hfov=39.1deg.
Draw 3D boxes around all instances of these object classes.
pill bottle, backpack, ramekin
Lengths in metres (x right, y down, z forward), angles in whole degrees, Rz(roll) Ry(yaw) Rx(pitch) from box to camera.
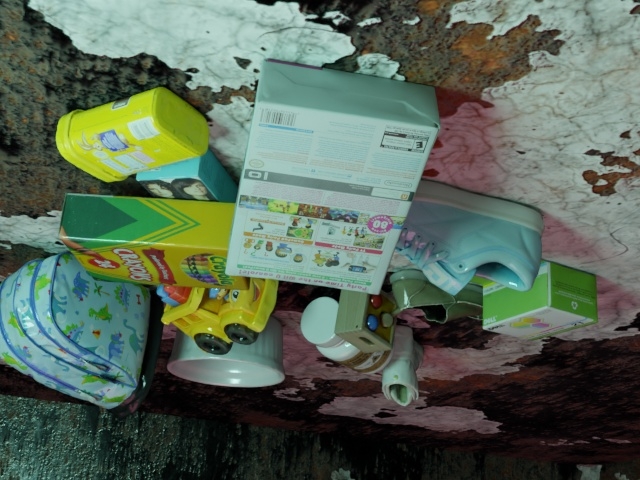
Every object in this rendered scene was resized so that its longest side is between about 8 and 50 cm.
[{"bbox_3d":[0.059,0.204,1.962,0.131,0.131,0.229,-9,155,29],"label":"pill bottle"},{"bbox_3d":[-0.494,0.172,1.836,0.355,0.290,0.273,24,143,-26],"label":"backpack"},{"bbox_3d":[-0.217,0.251,2.129,0.277,0.135,0.277,3,158,1],"label":"ramekin"}]

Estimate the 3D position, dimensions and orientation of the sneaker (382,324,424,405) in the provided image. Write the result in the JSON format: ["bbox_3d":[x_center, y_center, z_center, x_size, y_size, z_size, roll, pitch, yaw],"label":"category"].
[{"bbox_3d":[0.194,0.325,2.197,0.108,0.169,0.292,-3,159,13],"label":"sneaker"}]

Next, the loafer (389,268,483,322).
[{"bbox_3d":[0.243,0.128,1.795,0.251,0.087,0.094,15,156,-26],"label":"loafer"}]

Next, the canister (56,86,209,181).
[{"bbox_3d":[-0.252,-0.142,1.223,0.169,0.073,0.126,-10,154,30],"label":"canister"}]

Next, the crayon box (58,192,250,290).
[{"bbox_3d":[-0.225,0.007,1.418,0.318,0.081,0.202,3,159,4],"label":"crayon box"}]

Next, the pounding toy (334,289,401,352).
[{"bbox_3d":[0.118,0.154,1.854,0.100,0.130,0.141,-13,144,38],"label":"pounding toy"}]

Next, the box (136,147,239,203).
[{"bbox_3d":[-0.189,-0.072,1.405,0.100,0.060,0.244,-2,158,15],"label":"box"}]

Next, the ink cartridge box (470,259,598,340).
[{"bbox_3d":[0.365,0.106,1.706,0.255,0.097,0.188,14,156,-27],"label":"ink cartridge box"}]

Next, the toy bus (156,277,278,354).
[{"bbox_3d":[-0.222,0.109,1.794,0.211,0.149,0.220,36,143,-27],"label":"toy bus"}]

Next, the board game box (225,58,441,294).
[{"bbox_3d":[0.006,-0.072,1.177,0.224,0.098,0.303,8,134,-8],"label":"board game box"}]

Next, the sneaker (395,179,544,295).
[{"bbox_3d":[0.183,0.003,1.406,0.365,0.150,0.135,8,157,-9],"label":"sneaker"}]
